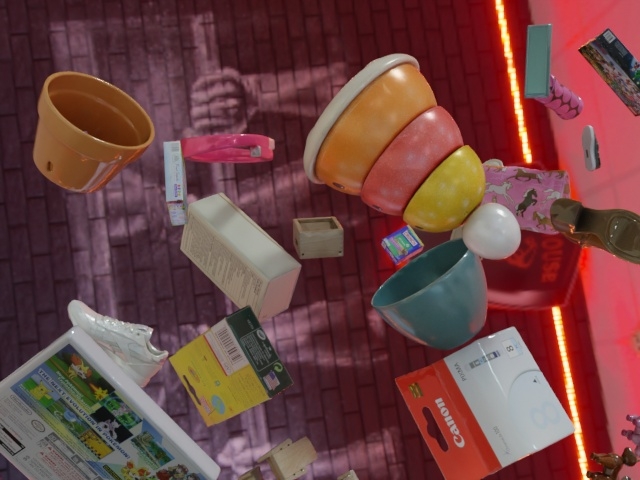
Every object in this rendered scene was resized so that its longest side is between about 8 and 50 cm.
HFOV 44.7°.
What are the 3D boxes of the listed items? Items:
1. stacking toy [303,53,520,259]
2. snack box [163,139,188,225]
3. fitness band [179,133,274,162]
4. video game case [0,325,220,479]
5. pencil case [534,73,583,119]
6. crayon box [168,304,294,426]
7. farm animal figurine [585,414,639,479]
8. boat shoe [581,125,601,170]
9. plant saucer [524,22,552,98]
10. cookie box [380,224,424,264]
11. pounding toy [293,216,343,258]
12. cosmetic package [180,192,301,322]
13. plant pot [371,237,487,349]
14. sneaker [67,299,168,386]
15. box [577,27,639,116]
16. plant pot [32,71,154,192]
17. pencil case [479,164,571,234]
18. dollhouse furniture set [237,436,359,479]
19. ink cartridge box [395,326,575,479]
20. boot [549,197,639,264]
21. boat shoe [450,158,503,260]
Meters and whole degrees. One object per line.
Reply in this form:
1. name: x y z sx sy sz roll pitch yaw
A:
1. stacking toy: 0.231 -0.134 1.671 0.480 0.350 0.351 43 -24 16
2. snack box: -0.290 -0.115 1.566 0.100 0.037 0.141 94 -10 -63
3. fitness band: -0.225 -0.218 1.890 0.291 0.208 0.054 -9 96 -80
4. video game case: -0.373 0.325 1.257 0.329 0.300 0.036 49 27 -13
5. pencil case: 0.677 -0.420 2.252 0.098 0.209 0.095 36 -79 41
6. crayon box: -0.214 0.296 1.792 0.318 0.081 0.202 -34 -96 48
7. farm animal figurine: 0.765 0.571 1.775 0.330 0.172 0.327 116 -12 -58
8. boat shoe: 0.835 -0.285 2.395 0.049 0.040 0.142 -151 -130 -68
9. plant saucer: 0.566 -0.469 2.032 0.018 0.067 0.192 -2 94 -60
10. cookie box: 0.266 0.014 2.525 0.092 0.107 0.040 55 -19 18
11. pounding toy: 0.000 0.000 1.973 0.141 0.130 0.100 -120 -152 -68
12. cosmetic package: -0.203 0.040 1.919 0.309 0.113 0.160 41 -46 24
13. plant pot: 0.300 0.154 1.929 0.195 0.290 0.290 55 -7 -9
14. sneaker: -0.547 0.253 2.116 0.305 0.152 0.114 46 2 -15
15. box: 0.752 -0.415 1.940 0.233 0.044 0.159 49 5 0
16. plant pot: -0.601 -0.261 1.988 0.203 0.290 0.291 -50 -144 28
17. pencil case: 0.471 -0.109 2.071 0.167 0.386 0.160 69 34 -42
18. dollhouse furniture set: -0.077 0.598 1.667 0.303 0.198 0.286 -37 -104 32
19. ink cartridge box: 0.415 0.410 1.949 0.308 0.384 0.091 63 -36 20
20. boot: 0.677 -0.003 1.831 0.220 0.283 0.109 29 83 -62
21. boat shoe: 0.482 -0.084 2.319 0.116 0.096 0.325 5 -113 44
